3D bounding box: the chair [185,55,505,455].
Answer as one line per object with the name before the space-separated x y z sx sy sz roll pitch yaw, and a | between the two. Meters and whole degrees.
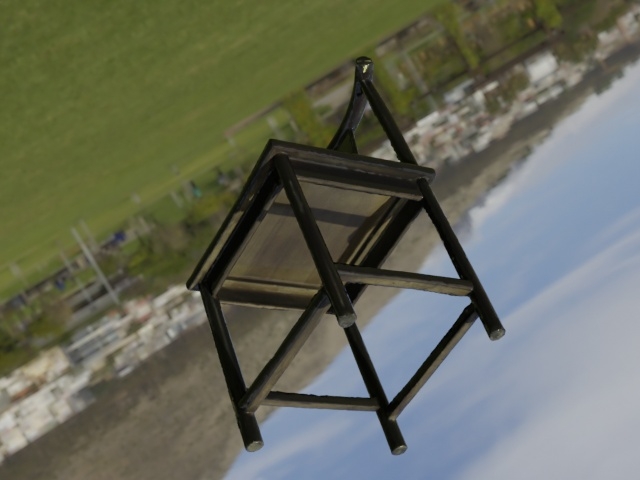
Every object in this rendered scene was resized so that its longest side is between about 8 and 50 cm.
chair | 0.000 0.000 0.819 0.141 0.260 0.154 8 132 -32
